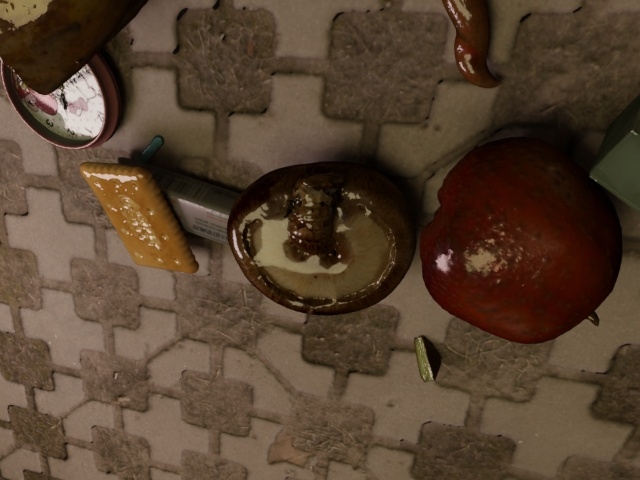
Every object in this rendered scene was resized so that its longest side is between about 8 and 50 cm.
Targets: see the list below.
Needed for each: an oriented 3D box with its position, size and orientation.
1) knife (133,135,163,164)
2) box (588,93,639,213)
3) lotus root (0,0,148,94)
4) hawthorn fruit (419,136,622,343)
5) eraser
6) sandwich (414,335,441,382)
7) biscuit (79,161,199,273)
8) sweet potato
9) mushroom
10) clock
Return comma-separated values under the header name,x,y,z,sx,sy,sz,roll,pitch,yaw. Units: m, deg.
name,x,y,z,sx,sy,sz,roll,pitch,yaw
knife,-0.305,-0.157,1.612,0.027,0.010,0.096,40,132,-10
box,0.462,-0.073,1.135,0.225,0.129,0.086,37,134,1
lotus root,-0.387,-0.397,1.296,0.250,0.316,0.316,-28,107,25
hawthorn fruit,0.272,0.011,1.217,0.299,0.275,0.275,42,134,-5
eraser,-0.216,-0.058,1.592,0.351,0.061,0.089,19,140,17
sandwich,0.189,0.208,1.576,0.031,0.083,0.044,-25,152,36
biscuit,-0.320,-0.037,1.613,0.160,0.030,0.250,8,138,30
sweet potato,0.192,-0.288,1.184,0.055,0.058,0.202,-12,118,13
mushroom,0.001,-0.013,1.415,0.296,0.163,0.278,2,132,6
clock,-0.453,-0.270,1.583,0.244,0.056,0.244,15,127,20
